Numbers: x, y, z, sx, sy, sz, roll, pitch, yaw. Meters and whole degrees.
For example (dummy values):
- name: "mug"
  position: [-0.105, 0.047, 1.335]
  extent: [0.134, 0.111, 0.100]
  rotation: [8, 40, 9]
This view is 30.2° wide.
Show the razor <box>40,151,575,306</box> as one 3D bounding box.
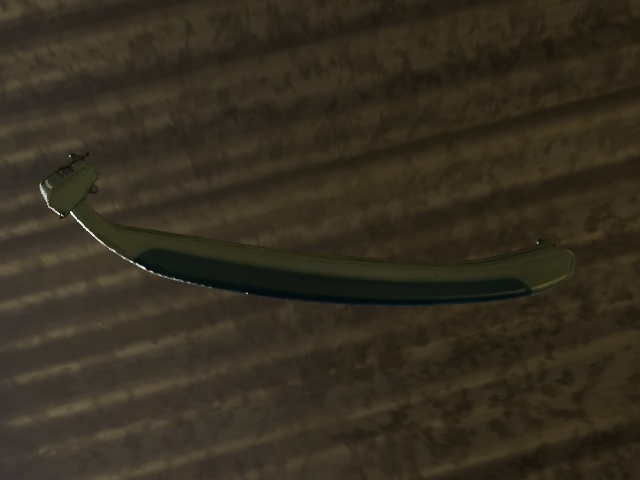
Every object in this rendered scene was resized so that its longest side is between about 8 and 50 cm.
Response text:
- name: "razor"
  position: [-0.001, 0.004, 0.412]
  extent: [0.191, 0.068, 0.037]
  rotation: [10, -86, -16]
